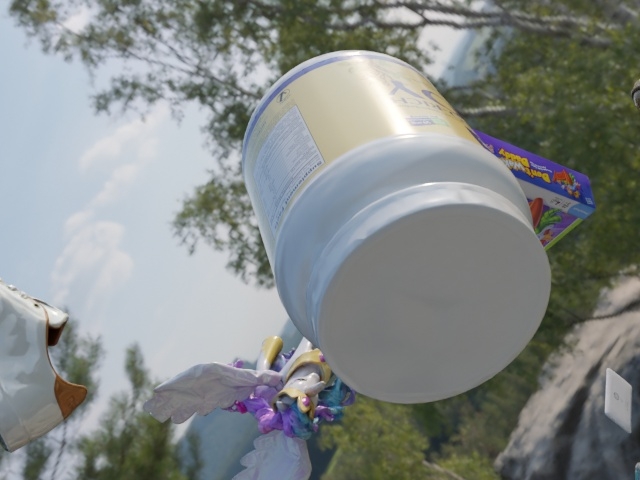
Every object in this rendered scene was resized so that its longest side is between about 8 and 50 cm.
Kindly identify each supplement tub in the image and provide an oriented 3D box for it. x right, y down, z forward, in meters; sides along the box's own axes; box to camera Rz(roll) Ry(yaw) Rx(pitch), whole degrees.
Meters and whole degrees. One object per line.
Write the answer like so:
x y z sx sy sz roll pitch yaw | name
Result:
0.060 -0.026 0.832 0.241 0.241 0.331 -59 27 21 | supplement tub

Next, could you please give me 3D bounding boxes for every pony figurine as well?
-0.080 0.264 1.474 0.351 0.303 0.363 -40 8 25 | pony figurine

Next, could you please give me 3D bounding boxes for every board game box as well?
0.245 -0.067 1.426 0.233 0.347 0.078 -50 30 44 | board game box

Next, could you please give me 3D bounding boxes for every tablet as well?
0.424 0.227 1.203 0.006 0.054 0.083 -38 22 41 | tablet

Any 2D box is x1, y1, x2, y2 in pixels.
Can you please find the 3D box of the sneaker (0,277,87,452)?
-0.355 0.077 0.927 0.123 0.290 0.106 -29 -7 -26 | sneaker

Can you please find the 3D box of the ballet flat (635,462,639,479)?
0.464 0.265 0.979 0.072 0.213 0.068 142 120 -77 | ballet flat

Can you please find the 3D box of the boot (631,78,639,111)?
0.510 -0.085 1.167 0.089 0.236 0.269 37 -107 -57 | boot
